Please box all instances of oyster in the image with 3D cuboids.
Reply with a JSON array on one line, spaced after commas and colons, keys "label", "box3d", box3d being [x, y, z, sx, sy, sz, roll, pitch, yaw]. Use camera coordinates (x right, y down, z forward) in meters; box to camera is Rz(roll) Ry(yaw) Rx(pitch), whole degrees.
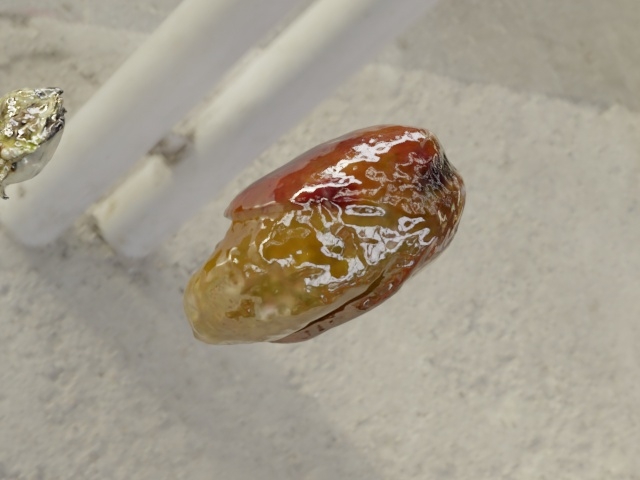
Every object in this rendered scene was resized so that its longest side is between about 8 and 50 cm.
[{"label": "oyster", "box3d": [-0.237, -0.082, 1.081, 0.108, 0.165, 0.053, -44, 117, -10]}]

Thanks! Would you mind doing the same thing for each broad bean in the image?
[{"label": "broad bean", "box3d": [-0.001, -0.003, 1.012, 0.122, 0.228, 0.156, 62, 3, -13]}]
